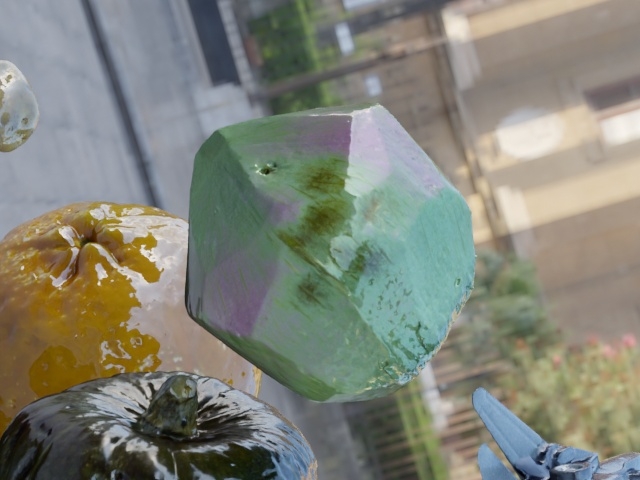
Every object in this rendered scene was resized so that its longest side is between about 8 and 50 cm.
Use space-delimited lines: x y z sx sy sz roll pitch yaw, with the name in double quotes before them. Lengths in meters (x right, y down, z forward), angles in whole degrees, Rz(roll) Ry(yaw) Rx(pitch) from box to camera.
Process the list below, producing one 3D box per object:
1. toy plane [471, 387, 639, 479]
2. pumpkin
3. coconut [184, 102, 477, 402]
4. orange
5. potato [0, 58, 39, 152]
"toy plane" 0.193 0.193 1.200 0.267 0.088 0.212 -11 96 -47
"pumpkin" -0.121 0.185 1.258 0.260 0.260 0.189 -103 -164 -69
"coconut" 0.000 0.000 1.237 0.204 0.235 0.236 -113 -174 -76
"orange" -0.226 0.115 1.700 0.341 0.340 0.293 -104 -177 -55
"potato" -0.293 -0.125 1.506 0.068 0.062 0.083 54 12 -73
